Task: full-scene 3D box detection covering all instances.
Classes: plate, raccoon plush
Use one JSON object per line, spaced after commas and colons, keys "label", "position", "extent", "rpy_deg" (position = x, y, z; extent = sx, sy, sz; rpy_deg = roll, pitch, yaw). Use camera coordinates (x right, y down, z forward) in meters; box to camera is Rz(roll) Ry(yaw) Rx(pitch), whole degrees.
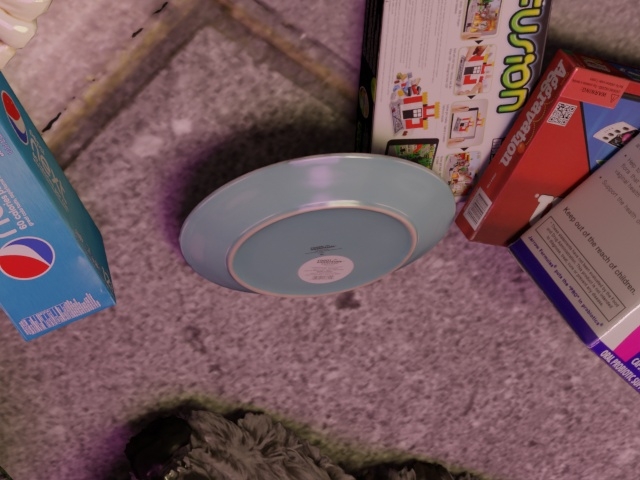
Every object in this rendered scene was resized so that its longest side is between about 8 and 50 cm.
{"label": "plate", "position": [0.000, 0.000, 1.066], "extent": [0.188, 0.024, 0.188], "rpy_deg": [-8, 152, -4]}
{"label": "raccoon plush", "position": [-0.058, 0.318, 1.266], "extent": [0.446, 0.216, 0.299], "rpy_deg": [20, 130, -32]}

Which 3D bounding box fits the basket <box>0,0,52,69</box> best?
{"label": "basket", "position": [-0.224, -0.245, 0.597], "extent": [0.328, 0.331, 0.266], "rpy_deg": [21, 122, -28]}

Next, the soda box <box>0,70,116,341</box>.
{"label": "soda box", "position": [-0.200, -0.036, 0.977], "extent": [0.067, 0.071, 0.210], "rpy_deg": [-22, 134, 3]}

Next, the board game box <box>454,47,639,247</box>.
{"label": "board game box", "position": [0.240, -0.043, 1.117], "extent": [0.281, 0.027, 0.145], "rpy_deg": [8, 125, -34]}

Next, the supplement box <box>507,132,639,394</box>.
{"label": "supplement box", "position": [0.255, -0.012, 1.054], "extent": [0.220, 0.114, 0.111], "rpy_deg": [-43, 134, 9]}

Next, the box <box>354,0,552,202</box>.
{"label": "box", "position": [0.084, -0.111, 1.027], "extent": [0.114, 0.036, 0.207], "rpy_deg": [-7, 132, -13]}

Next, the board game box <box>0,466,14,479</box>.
{"label": "board game box", "position": [-0.257, 0.173, 1.090], "extent": [0.060, 0.194, 0.194], "rpy_deg": [-31, 124, -23]}
